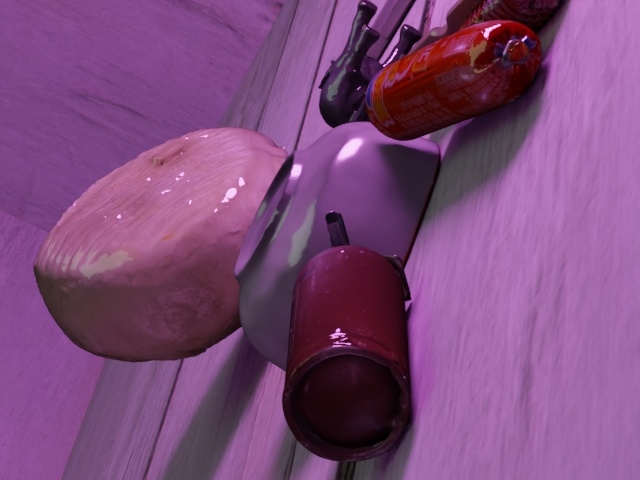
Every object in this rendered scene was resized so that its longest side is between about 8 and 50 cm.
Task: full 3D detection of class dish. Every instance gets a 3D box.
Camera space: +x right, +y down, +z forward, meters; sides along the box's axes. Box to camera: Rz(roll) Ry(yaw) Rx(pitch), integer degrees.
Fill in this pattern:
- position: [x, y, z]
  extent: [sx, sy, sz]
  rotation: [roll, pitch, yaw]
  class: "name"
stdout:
- position: [0.000, 0.000, 1.679]
  extent: [0.256, 0.117, 0.256]
  rotation: [-61, 10, 17]
  class: "dish"

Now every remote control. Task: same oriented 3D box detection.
- position: [0.106, -0.309, 2.257]
  extent: [0.245, 0.022, 0.077]
  rotation: [-57, 9, 38]
  class: "remote control"

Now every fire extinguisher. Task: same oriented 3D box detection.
- position: [0.021, 0.065, 1.418]
  extent: [0.105, 0.105, 0.269]
  rotation: [-61, 8, 19]
  class: "fire extinguisher"

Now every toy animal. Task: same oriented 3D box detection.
- position: [0.049, -0.193, 2.059]
  extent: [0.137, 0.082, 0.269]
  rotation: [-61, 10, 13]
  class: "toy animal"

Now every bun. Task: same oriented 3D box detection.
- position: [-0.164, 0.022, 2.143]
  extent: [0.362, 0.234, 0.326]
  rotation: [-9, 25, 48]
  class: "bun"

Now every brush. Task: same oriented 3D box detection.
- position: [0.132, -0.171, 1.588]
  extent: [0.321, 0.060, 0.050]
  rotation: [140, 144, -70]
  class: "brush"

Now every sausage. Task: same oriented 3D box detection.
- position: [0.113, -0.132, 1.502]
  extent: [0.074, 0.074, 0.274]
  rotation: [-66, 15, -11]
  class: "sausage"
